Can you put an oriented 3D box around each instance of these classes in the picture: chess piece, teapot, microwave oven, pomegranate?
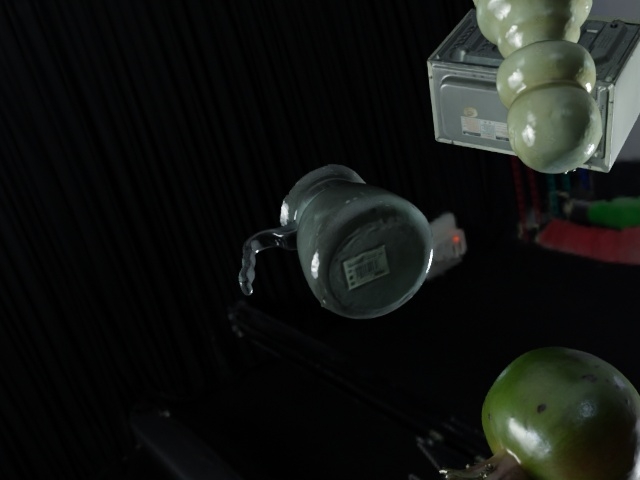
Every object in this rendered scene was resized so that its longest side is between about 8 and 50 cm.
[{"bbox_3d":[0.233,-0.188,0.831,0.133,0.243,0.133,-1,159,0],"label":"chess piece"},{"bbox_3d":[0.018,0.010,1.397,0.305,0.223,0.285,-46,-147,5],"label":"teapot"},{"bbox_3d":[0.283,-0.206,1.034,0.240,0.145,0.194,16,-134,30],"label":"microwave oven"},{"bbox_3d":[0.237,0.220,0.839,0.224,0.181,0.181,-37,-153,-15],"label":"pomegranate"}]
